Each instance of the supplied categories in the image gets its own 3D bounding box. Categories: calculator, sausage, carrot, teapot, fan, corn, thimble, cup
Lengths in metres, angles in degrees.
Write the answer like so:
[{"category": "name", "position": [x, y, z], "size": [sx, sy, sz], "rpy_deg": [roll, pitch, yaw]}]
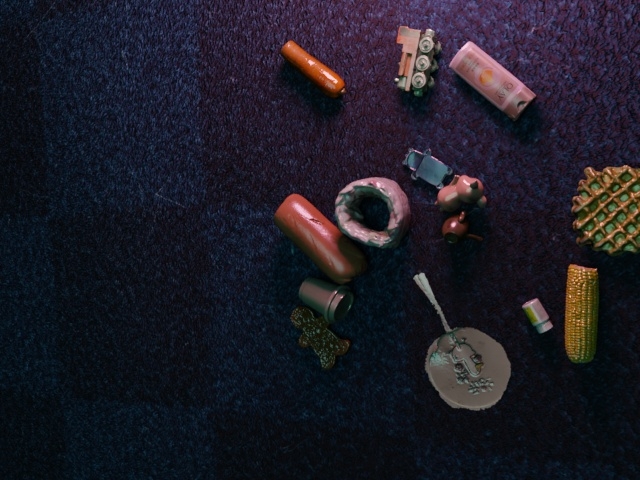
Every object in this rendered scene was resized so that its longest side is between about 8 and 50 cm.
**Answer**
[{"category": "calculator", "position": [0.290, -0.199, 1.867], "size": [0.141, 0.019, 0.094], "rpy_deg": [34, 107, 18]}, {"category": "sausage", "position": [0.001, 0.001, 1.958], "size": [0.304, 0.121, 0.121], "rpy_deg": [44, 110, 14]}, {"category": "carrot", "position": [-0.018, -0.480, 1.945], "size": [0.225, 0.067, 0.067], "rpy_deg": [42, 110, 15]}, {"category": "teapot", "position": [0.381, -0.025, 1.817], "size": [0.110, 0.080, 0.085], "rpy_deg": [31, 136, 4]}, {"category": "fan", "position": [0.370, 0.274, 1.887], "size": [0.233, 0.012, 0.414], "rpy_deg": [-26, 88, 23]}, {"category": "corn", "position": [0.655, 0.183, 1.716], "size": [0.081, 0.081, 0.248], "rpy_deg": [2, 97, 23]}, {"category": "thimble", "position": [0.150, -0.071, 1.872], "size": [0.185, 0.149, 0.210], "rpy_deg": [-32, 83, 21]}, {"category": "cup", "position": [0.012, 0.164, 1.979], "size": [0.141, 0.120, 0.119], "rpy_deg": [26, 106, 27]}]

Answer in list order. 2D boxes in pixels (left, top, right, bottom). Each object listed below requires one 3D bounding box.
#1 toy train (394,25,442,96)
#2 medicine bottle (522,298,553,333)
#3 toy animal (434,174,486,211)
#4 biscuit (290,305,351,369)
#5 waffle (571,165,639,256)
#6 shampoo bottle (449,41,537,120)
[{"category": "toy train", "position": [0.253, -0.476, 1.828], "size": [0.118, 0.074, 0.175], "rpy_deg": [20, 108, 30]}, {"category": "medicine bottle", "position": [0.563, 0.196, 1.776], "size": [0.047, 0.047, 0.083], "rpy_deg": [-32, 82, 23]}, {"category": "toy animal", "position": [0.370, -0.119, 1.808], "size": [0.150, 0.084, 0.089], "rpy_deg": [-25, 62, 40]}, {"category": "biscuit", "position": [-0.006, 0.276, 2.040], "size": [0.205, 0.031, 0.138], "rpy_deg": [44, 110, 13]}, {"category": "waffle", "position": [0.722, -0.071, 1.674], "size": [0.204, 0.054, 0.223], "rpy_deg": [4, 96, 23]}, {"category": "shampoo bottle", "position": [0.441, -0.408, 1.757], "size": [0.227, 0.056, 0.086], "rpy_deg": [45, 112, 13]}]
